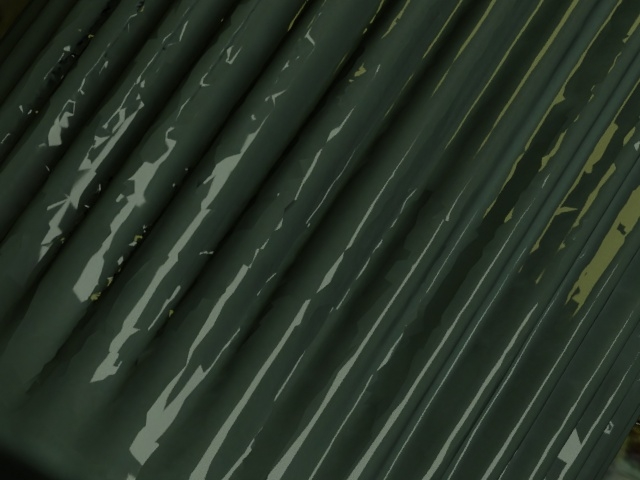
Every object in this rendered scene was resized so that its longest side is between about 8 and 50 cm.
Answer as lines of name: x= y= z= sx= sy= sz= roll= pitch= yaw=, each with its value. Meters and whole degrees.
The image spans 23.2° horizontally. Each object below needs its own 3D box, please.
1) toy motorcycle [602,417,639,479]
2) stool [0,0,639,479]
toy motorcycle: x=0.159 y=0.137 z=0.756 sx=0.237 sy=0.169 sz=0.410 roll=34 pitch=43 yaw=-2
stool: x=0.000 y=0.000 z=0.588 sx=0.297 sy=0.297 sz=0.330 roll=49 pitch=58 yaw=-27
